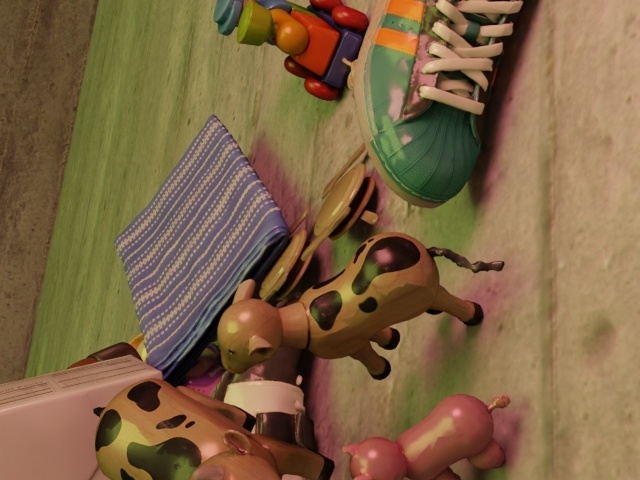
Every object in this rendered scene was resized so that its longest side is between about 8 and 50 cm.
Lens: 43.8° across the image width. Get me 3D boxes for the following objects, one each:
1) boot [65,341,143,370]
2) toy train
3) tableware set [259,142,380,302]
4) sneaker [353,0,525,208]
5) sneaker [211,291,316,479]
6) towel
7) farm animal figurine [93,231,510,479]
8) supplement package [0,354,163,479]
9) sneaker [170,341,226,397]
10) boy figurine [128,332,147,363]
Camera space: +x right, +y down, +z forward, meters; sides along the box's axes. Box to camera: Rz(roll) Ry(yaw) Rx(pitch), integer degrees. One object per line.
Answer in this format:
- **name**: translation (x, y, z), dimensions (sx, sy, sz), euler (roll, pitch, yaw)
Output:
- **boot**: translation (-0.294, 0.291, 0.937), dimensions (0.096, 0.280, 0.264), euler (-3, 110, 43)
- **toy train**: translation (-0.026, -0.220, 0.876), dimensions (0.105, 0.144, 0.248), euler (-67, 27, 20)
- **tableware set**: translation (0.000, 0.000, 0.826), dimensions (0.194, 0.039, 0.128), euler (-47, 16, 36)
- **sneaker**: translation (0.104, -0.179, 0.634), dimensions (0.121, 0.108, 0.302), euler (147, 132, -61)
- **sneaker**: translation (-0.053, 0.210, 0.775), dimensions (0.122, 0.146, 0.330), euler (97, -162, -64)
- **towel**: translation (-0.164, -0.003, 0.991), dimensions (0.243, 0.040, 0.336), euler (-51, 35, 12)
- **farm animal figurine**: translation (-0.048, 0.151, 0.568), dimensions (0.327, 0.172, 0.330), euler (-5, 62, 38)
- **supplement package**: translation (-0.256, 0.274, 0.826), dimensions (0.145, 0.204, 0.261), euler (0, 100, 64)
- **sneaker**: translation (-0.162, 0.175, 0.999), dimensions (0.236, 0.105, 0.095), euler (1, 80, 65)
- **boy figurine**: translation (-0.204, 0.086, 1.146), dimensions (0.285, 0.092, 0.177), euler (-60, 33, 24)
